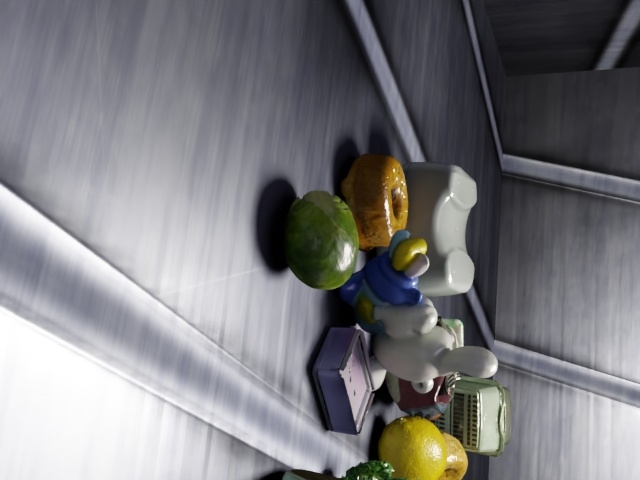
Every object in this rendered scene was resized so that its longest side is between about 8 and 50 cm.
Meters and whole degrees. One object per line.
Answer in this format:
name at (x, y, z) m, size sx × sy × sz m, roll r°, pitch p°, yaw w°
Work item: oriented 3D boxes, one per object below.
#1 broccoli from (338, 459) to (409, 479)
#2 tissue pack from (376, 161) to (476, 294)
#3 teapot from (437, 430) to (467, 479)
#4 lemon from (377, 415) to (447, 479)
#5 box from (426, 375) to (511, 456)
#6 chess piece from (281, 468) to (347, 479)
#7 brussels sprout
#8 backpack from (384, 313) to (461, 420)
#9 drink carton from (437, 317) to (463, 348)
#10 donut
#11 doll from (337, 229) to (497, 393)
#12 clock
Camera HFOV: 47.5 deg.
broccoli at (0.116, 0.603, 1.482) m, size 0.307 × 0.275 × 0.308 m, roll 11°, pitch 71°, yaw -37°
tissue pack at (0.256, -0.027, 1.847) m, size 0.229 × 0.235 × 0.333 m, roll 14°, pitch 78°, yaw -58°
teapot at (0.300, 0.622, 2.064) m, size 0.167 × 0.203 × 0.311 m, roll 52°, pitch -15°, yaw 43°
lemon at (0.233, 0.538, 1.866) m, size 0.178 × 0.178 × 0.203 m, roll -45°, pitch 120°, yaw -60°
box at (0.426, 0.517, 2.179) m, size 0.166 × 0.290 × 0.221 m, roll 4°, pitch 86°, yaw -40°
chess piece at (-0.012, 0.573, 1.277) m, size 0.194 × 0.194 × 0.299 m, roll 37°, pitch 65°, yaw -63°
brussels sprout at (0.003, -0.002, 1.327) m, size 0.161 × 0.143 × 0.181 m, roll -2°, pitch 69°, yaw -49°
backpack at (0.268, 0.329, 1.900) m, size 0.317 × 0.197 × 0.283 m, roll 46°, pitch 35°, yaw -65°
drink carton at (0.334, 0.313, 2.168) m, size 0.142 × 0.146 × 0.144 m, roll -10°, pitch 99°, yaw -59°
donut at (0.126, -0.089, 1.665) m, size 0.226 × 0.113 × 0.227 m, roll -1°, pitch 90°, yaw -68°
doll at (0.178, 0.163, 1.609) m, size 0.187 × 0.376 × 0.366 m, roll -28°, pitch 97°, yaw -59°
clock at (0.054, 0.296, 1.546) m, size 0.145 × 0.073 × 0.193 m, roll -62°, pitch 145°, yaw -50°
